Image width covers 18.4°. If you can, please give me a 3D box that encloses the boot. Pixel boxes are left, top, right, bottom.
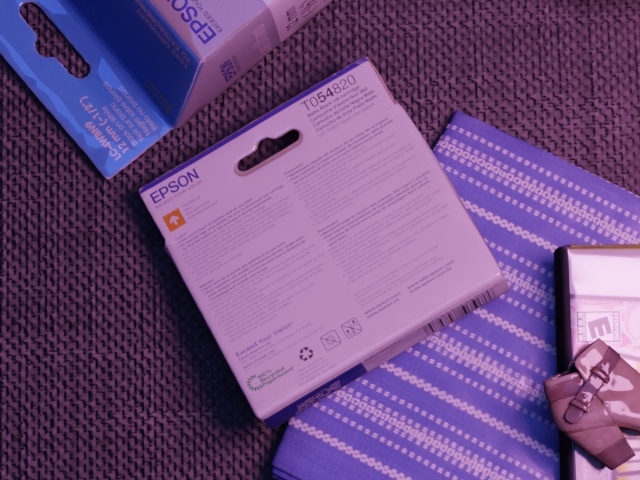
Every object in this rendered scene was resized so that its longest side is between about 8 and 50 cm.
[{"bbox_3d":[0.228,0.111,1.471,0.118,0.042,0.087,-33,86,-9],"label":"boot"}]

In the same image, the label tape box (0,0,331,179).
[{"bbox_3d":[-0.120,-0.257,1.587,0.347,0.115,0.249,-40,81,-5],"label":"label tape box"}]

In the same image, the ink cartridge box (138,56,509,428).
[{"bbox_3d":[0.000,0.000,1.556,0.223,0.045,0.224,-30,67,2],"label":"ink cartridge box"}]

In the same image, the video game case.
[{"bbox_3d":[0.307,0.139,1.514,0.248,0.035,0.275,0,83,-7],"label":"video game case"}]

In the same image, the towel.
[{"bbox_3d":[0.137,0.094,1.560,0.243,0.040,0.336,27,81,8],"label":"towel"}]
